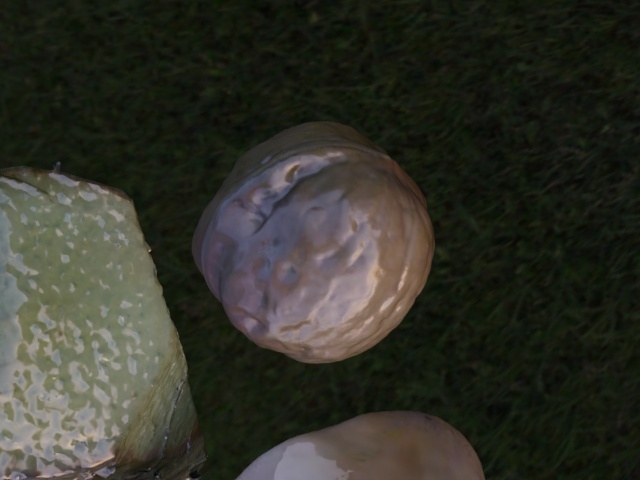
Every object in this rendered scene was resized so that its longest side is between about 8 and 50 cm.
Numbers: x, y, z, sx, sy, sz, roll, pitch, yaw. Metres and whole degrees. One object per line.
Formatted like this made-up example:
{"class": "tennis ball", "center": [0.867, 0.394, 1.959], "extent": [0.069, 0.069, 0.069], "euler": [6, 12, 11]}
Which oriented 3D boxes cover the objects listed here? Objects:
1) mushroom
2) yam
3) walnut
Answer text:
{"class": "mushroom", "center": [0.052, 0.213, 0.731], "extent": [0.173, 0.236, 0.162], "euler": [-63, 33, 24]}
{"class": "yam", "center": [-0.173, 0.078, 0.782], "extent": [0.271, 0.201, 0.202], "euler": [125, 128, -71]}
{"class": "walnut", "center": [-0.002, -0.001, 1.297], "extent": [0.248, 0.248, 0.248], "euler": [9, 109, 30]}
